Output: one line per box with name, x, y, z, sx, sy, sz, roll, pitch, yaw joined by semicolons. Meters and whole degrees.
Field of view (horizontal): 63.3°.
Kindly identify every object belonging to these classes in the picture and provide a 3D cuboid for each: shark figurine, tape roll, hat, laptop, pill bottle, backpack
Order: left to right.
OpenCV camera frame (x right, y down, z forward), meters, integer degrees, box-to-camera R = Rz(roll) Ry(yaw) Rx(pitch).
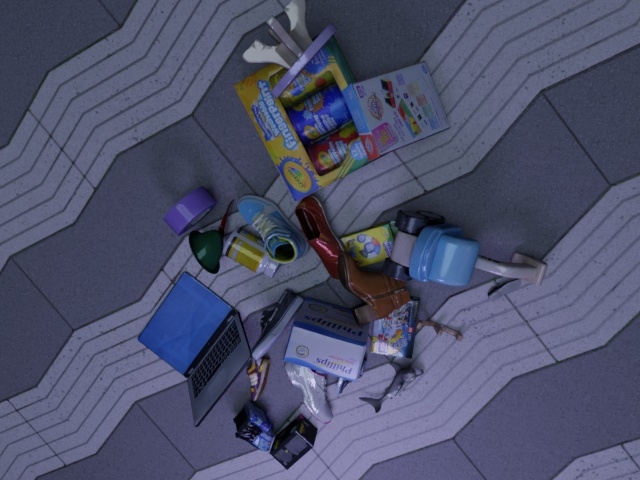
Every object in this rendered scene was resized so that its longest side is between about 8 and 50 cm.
tape roll;-0.475;-0.108;1.900;0.189;0.189;0.080;-41;95;14
laptop;-0.498;0.414;2.001;0.236;0.408;0.382;27;108;-33
hat;-0.365;-0.007;1.914;0.183;0.173;0.209;-28;97;14
pill bottle;-0.248;0.049;1.937;0.208;0.119;0.119;29;105;2
backpack;-0.251;0.752;2.077;0.173;0.158;0.117;41;87;-15
shark figurine;0.280;0.537;1.994;0.116;0.166;0.278;52;124;21

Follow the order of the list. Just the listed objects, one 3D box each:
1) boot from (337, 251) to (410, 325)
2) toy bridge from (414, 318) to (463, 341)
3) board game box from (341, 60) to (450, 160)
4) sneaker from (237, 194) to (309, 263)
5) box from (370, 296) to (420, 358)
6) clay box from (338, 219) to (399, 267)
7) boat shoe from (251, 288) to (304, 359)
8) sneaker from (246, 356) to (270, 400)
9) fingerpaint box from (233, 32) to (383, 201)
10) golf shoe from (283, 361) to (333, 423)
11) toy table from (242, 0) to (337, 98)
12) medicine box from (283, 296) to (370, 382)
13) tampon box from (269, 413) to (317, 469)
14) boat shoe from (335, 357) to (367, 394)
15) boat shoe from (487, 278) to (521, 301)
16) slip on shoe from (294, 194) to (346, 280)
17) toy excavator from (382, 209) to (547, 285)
boot;0.193;0.142;1.842;0.220;0.109;0.284;-21;95;-13
toy bridge;0.437;0.328;1.924;0.188;0.063;0.026;18;104;-10
board game box;0.251;-0.425;1.687;0.316;0.064;0.243;-24;95;-26
sneaker;-0.184;-0.041;1.862;0.319;0.208;0.127;37;106;0
box;0.280;0.320;1.956;0.159;0.044;0.233;7;103;6
clay box;0.191;0.016;1.898;0.221;0.053;0.128;-18;99;13
boat shoe;-0.178;0.302;1.918;0.102;0.301;0.108;34;149;6
sneaker;-0.260;0.548;2.080;0.083;0.069;0.186;18;98;13
fingerpaint box;-0.021;-0.416;1.778;0.370;0.163;0.445;-25;97;13
golf shoe;-0.018;0.572;2.024;0.140;0.115;0.306;-30;98;10
toy table;-0.098;-0.588;1.566;0.161;0.252;0.274;43;87;-12
medicine box;0.033;0.349;1.872;0.263;0.289;0.149;15;104;5
tampon box;-0.106;0.805;2.080;0.101;0.120;0.161;44;104;-4
boat shoe;0.119;0.527;2.014;0.083;0.065;0.184;19;103;5
boat shoe;0.661;0.173;1.872;0.125;0.038;0.046;-38;114;15
slip on shoe;0.000;0.000;1.879;0.123;0.101;0.332;-16;101;45
toy excavator;0.497;0.066;1.759;0.444;0.432;0.223;23;106;32
